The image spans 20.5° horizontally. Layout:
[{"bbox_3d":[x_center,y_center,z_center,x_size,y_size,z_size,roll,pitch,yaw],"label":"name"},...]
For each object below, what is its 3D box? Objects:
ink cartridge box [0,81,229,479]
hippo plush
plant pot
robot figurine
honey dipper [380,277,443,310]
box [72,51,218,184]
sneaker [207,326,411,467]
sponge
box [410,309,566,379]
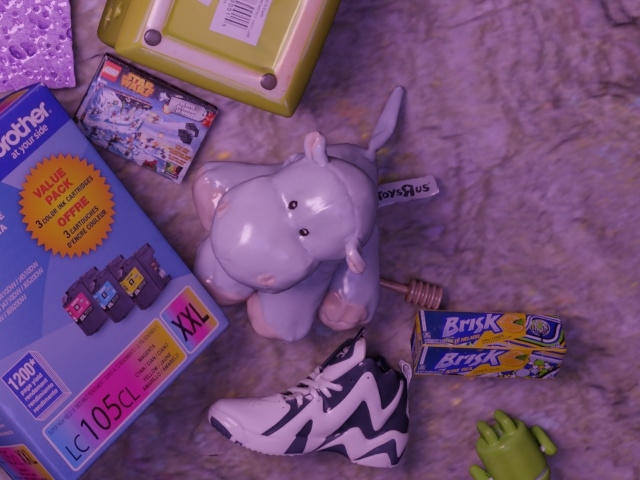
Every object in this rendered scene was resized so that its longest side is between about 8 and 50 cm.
[{"bbox_3d":[-0.322,0.026,1.835,0.270,0.151,0.395,-47,106,-29],"label":"ink cartridge box"},{"bbox_3d":[0.000,0.000,1.866,0.294,0.236,0.234,-21,97,-1],"label":"hippo plush"},{"bbox_3d":[-0.088,-0.257,1.818,0.227,0.207,0.228,20,100,-11],"label":"plant pot"},{"bbox_3d":[0.224,0.255,2.063,0.101,0.067,0.115,-32,107,-7],"label":"robot figurine"},{"bbox_3d":[0.060,0.044,2.009,0.160,0.030,0.030,17,102,-8],"label":"honey dipper"},{"bbox_3d":[-0.193,-0.133,1.929,0.137,0.027,0.094,26,101,-13],"label":"box"},{"bbox_3d":[-0.002,0.164,1.998,0.235,0.094,0.153,12,101,-10],"label":"sneaker"},{"bbox_3d":[-0.324,-0.264,1.876,0.117,0.031,0.210,-4,105,-6],"label":"sponge"},{"bbox_3d":[0.190,0.119,2.020,0.169,0.054,0.059,2,138,-8],"label":"box"}]
